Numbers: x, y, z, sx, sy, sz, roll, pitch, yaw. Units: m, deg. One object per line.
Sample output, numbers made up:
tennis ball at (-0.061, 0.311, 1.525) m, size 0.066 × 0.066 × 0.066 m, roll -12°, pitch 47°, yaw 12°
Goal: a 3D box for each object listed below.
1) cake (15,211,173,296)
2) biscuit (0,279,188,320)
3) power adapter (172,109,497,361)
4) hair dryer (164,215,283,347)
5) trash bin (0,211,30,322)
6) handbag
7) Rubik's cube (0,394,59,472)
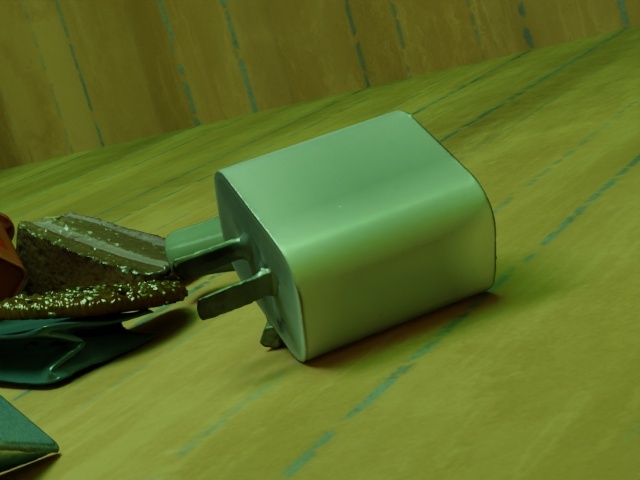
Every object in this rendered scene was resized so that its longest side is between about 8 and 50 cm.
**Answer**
cake at (-0.271, 0.018, 1.616) m, size 0.295 × 0.113 × 0.116 m, roll 0°, pitch 20°, yaw 41°
biscuit at (-0.219, 0.058, 1.323) m, size 0.206 × 0.025 × 0.126 m, roll -7°, pitch 4°, yaw -37°
power adapter at (0.000, 0.000, 1.130) m, size 0.255 × 0.124 × 0.187 m, roll -19°, pitch 39°, yaw -17°
hair dryer at (-0.065, 0.017, 1.333) m, size 0.296 × 0.119 × 0.298 m, roll -5°, pitch 26°, yaw 42°
trash bin at (-0.451, 0.046, 1.546) m, size 0.184 × 0.161 × 0.238 m, roll -60°, pitch 29°, yaw 1°
handbag at (-0.287, 0.104, 1.352) m, size 0.221 × 0.057 × 0.144 m, roll -7°, pitch 8°, yaw 45°
Rubik's cube at (-0.361, 0.129, 0.930) m, size 0.228 × 0.228 × 0.233 m, roll 11°, pitch 40°, yaw 20°
